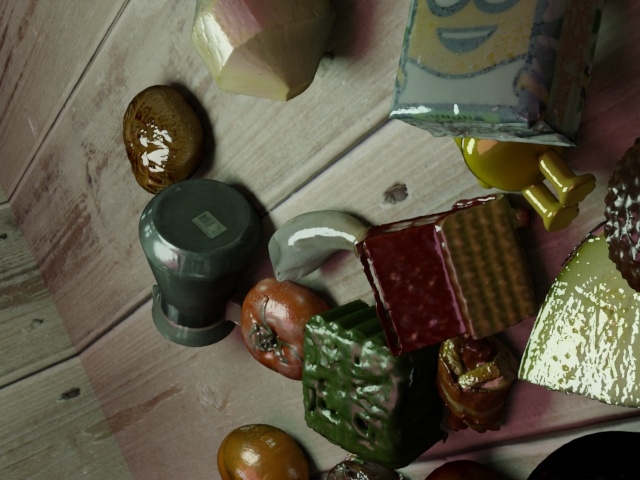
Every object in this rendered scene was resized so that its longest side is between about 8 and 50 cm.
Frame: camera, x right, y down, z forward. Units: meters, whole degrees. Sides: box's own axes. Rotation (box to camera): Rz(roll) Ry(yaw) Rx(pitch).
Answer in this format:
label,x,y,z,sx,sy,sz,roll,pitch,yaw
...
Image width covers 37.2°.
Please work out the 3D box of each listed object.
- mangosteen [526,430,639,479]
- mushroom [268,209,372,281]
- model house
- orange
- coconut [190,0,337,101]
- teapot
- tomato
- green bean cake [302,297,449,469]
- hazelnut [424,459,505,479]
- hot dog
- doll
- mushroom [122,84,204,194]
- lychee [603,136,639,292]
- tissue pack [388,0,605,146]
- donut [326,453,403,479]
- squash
label,x,y,z,sx,sy,sz,roll,pitch,yaw
mangosteen,0.409,0.418,1.286,0.307,0.307,0.347,52,175,21
mushroom,0.000,0.000,1.760,0.270,0.103,0.118,-19,92,51
model house,0.205,0.047,1.419,0.254,0.160,0.196,-17,95,20
orange,-0.127,0.521,2.174,0.240,0.171,0.240,37,149,27
coconut,-0.091,-0.348,1.563,0.259,0.259,0.259,31,133,42
teapot,-0.239,0.062,2.034,0.300,0.253,0.344,23,141,9
tomato,-0.072,0.192,1.912,0.237,0.095,0.236,21,133,24
green bean cake,0.092,0.256,1.690,0.247,0.156,0.249,21,116,37
hazelnut,0.247,0.487,1.597,0.229,0.230,0.229,31,133,42
hot dog,0.244,0.235,1.550,0.146,0.103,0.213,36,136,37
doll,0.228,-0.167,1.307,0.363,0.145,0.199,56,148,28
mushroom,-0.346,-0.217,2.076,0.253,0.153,0.253,25,120,53
lychee,0.422,-0.020,1.077,0.200,0.200,0.238,-29,70,56
tissue pack,0.221,-0.279,1.147,0.228,0.128,0.310,11,88,45
donut,0.113,0.558,1.925,0.270,0.103,0.269,35,136,42
squash,0.367,0.087,1.250,0.237,0.204,0.155,8,138,53
